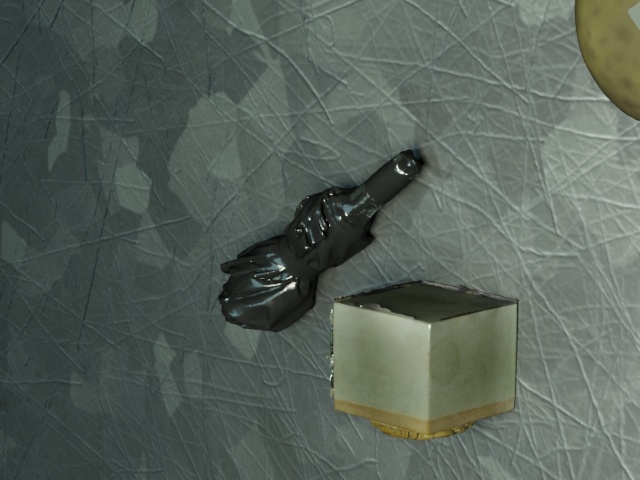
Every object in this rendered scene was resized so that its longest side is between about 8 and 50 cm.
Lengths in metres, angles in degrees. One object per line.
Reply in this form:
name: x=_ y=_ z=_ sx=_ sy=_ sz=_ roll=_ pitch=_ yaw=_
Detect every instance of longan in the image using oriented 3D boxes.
longan: x=0.318 y=-0.200 z=1.508 sx=0.196 sy=0.196 sz=0.220 roll=-15 pitch=90 yaw=48

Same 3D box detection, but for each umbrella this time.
umbrella: x=0.000 y=0.000 z=1.969 sx=0.340 sy=0.118 sz=0.118 roll=-39 pitch=67 yaw=39

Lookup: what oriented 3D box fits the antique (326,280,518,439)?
antique: x=0.107 y=0.127 z=1.828 sx=0.152 sy=0.146 sz=0.148 roll=10 pitch=106 yaw=46
